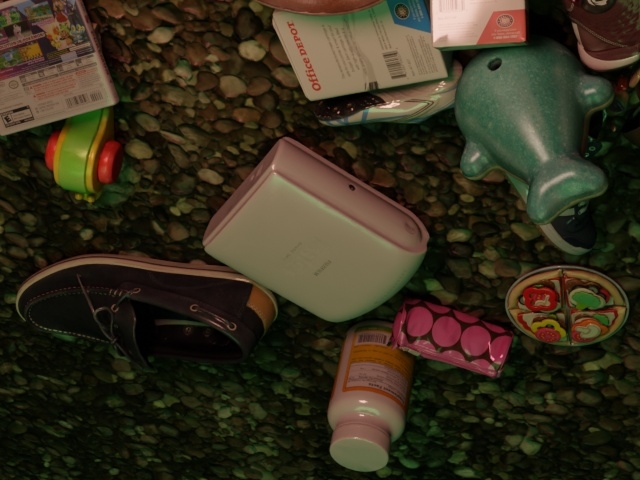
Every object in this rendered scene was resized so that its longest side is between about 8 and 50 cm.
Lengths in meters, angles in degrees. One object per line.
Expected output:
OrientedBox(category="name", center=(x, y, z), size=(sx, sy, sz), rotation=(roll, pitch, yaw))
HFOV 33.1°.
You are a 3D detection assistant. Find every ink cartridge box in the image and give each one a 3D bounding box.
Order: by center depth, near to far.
OrientedBox(category="ink cartridge box", center=(0.192, -0.335, 1.306), size=(0.115, 0.067, 0.198), rotation=(-1, 96, 15))
OrientedBox(category="ink cartridge box", center=(0.059, -0.280, 1.426), size=(0.203, 0.086, 0.148), rotation=(-6, 133, 22))

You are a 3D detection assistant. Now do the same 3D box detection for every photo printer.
OrientedBox(category="photo printer", center=(0.000, 0.000, 1.718), size=(0.307, 0.107, 0.256), rotation=(31, 135, -16))

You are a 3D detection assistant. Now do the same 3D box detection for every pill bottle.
OrientedBox(category="pill bottle", center=(0.087, 0.271, 1.875), size=(0.136, 0.245, 0.136), rotation=(8, 137, 8))

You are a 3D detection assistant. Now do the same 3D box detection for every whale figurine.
OrientedBox(category="whale figurine", center=(0.261, -0.149, 1.349), size=(0.216, 0.272, 0.141), rotation=(-29, 135, 19))

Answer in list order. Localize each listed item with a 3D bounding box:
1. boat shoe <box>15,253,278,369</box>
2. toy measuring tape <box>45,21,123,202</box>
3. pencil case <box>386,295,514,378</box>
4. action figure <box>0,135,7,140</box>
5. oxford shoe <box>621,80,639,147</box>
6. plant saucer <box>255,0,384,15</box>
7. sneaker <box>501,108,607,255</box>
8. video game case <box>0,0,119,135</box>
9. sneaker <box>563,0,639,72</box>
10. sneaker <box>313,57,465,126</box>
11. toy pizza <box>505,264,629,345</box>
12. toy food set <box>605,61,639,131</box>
OrientedBox(category="boat shoe", center=(-0.326, 0.135, 1.916), size=(0.500, 0.156, 0.187), rotation=(2, 137, 15))
OrientedBox(category="toy measuring tape", center=(-0.362, -0.172, 1.634), size=(0.121, 0.121, 0.330), rotation=(12, 137, 3))
OrientedBox(category="pencil case", center=(0.224, 0.171, 1.843), size=(0.209, 0.098, 0.095), rotation=(16, 137, -2))
OrientedBox(category="action figure", center=(-0.557, -0.253, 1.645), size=(0.137, 0.063, 0.232), rotation=(14, 134, 6))
OrientedBox(category="oxford shoe", center=(0.463, -0.200, 1.404), size=(0.096, 0.083, 0.227), rotation=(21, 136, -1))
OrientedBox(category="plant saucer", center=(-0.021, -0.387, 1.211), size=(0.311, 0.050, 0.310), rotation=(11, 144, 8))
OrientedBox(category="sneaker", center=(0.360, -0.096, 1.527), size=(0.153, 0.099, 0.282), rotation=(-21, 124, 34))
OrientedBox(category="video game case", center=(-0.411, -0.261, 1.559), size=(0.201, 0.023, 0.183), rotation=(-12, 109, 19))
OrientedBox(category="sneaker", center=(0.417, -0.312, 1.285), size=(0.281, 0.106, 0.162), rotation=(-18, 125, 31))
OrientedBox(category="sneaker", center=(0.101, -0.192, 1.511), size=(0.237, 0.085, 0.086), rotation=(-8, 140, 27))
OrientedBox(category="toy pizza", center=(0.407, 0.117, 1.783), size=(0.201, 0.032, 0.201), rotation=(8, 136, 7))
OrientedBox(category="toy food set", center=(0.398, -0.207, 1.415), size=(0.019, 0.078, 0.122), rotation=(20, 108, -2))
